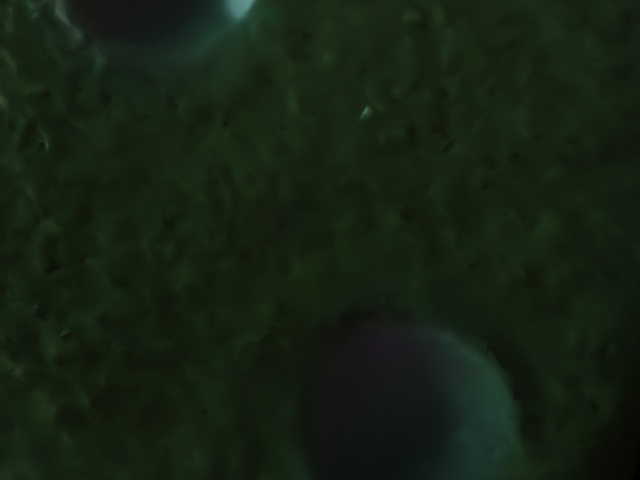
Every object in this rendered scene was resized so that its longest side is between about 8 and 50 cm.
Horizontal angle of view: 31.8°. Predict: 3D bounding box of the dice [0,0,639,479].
[{"bbox_3d":[0.000,0.000,0.437,0.252,0.254,0.250,48,-123,-84],"label":"dice"}]
